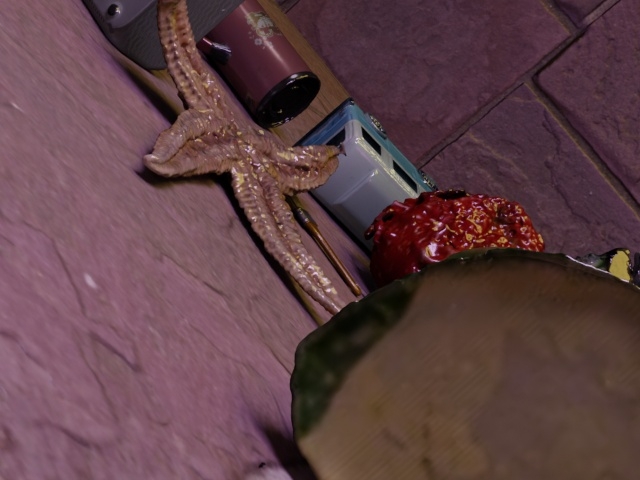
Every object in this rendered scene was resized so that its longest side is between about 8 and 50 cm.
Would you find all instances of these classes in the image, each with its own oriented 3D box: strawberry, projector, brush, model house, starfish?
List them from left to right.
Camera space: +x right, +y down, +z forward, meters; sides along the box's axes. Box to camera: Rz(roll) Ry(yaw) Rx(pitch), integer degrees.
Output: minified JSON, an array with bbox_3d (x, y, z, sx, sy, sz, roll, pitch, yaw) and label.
[{"bbox_3d":[-0.159,-0.344,1.185,0.198,0.250,0.108,57,13,27],"label":"projector"},{"bbox_3d":[-0.063,-0.105,1.114,0.383,0.132,0.398,-105,167,-51],"label":"starfish"},{"bbox_3d":[0.000,0.000,1.316,0.170,0.014,0.043,55,9,15],"label":"brush"},{"bbox_3d":[0.191,0.043,1.405,0.274,0.220,0.274,49,6,-7],"label":"strawberry"},{"bbox_3d":[0.163,0.157,0.787,0.321,0.261,0.266,56,9,9],"label":"model house"}]

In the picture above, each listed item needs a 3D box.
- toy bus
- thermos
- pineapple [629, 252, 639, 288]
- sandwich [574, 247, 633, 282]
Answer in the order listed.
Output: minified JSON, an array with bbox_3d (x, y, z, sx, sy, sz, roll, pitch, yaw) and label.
[{"bbox_3d":[0.092,-0.058,1.586,0.271,0.133,0.164,44,17,-21],"label":"toy bus"},{"bbox_3d":[-0.148,-0.319,1.597,0.330,0.136,0.109,54,-17,18],"label":"thermos"},{"bbox_3d":[0.397,0.141,1.588,0.202,0.362,0.202,49,-4,4],"label":"pineapple"},{"bbox_3d":[0.166,0.117,1.082,0.212,0.292,0.109,-6,-69,55],"label":"sandwich"}]
